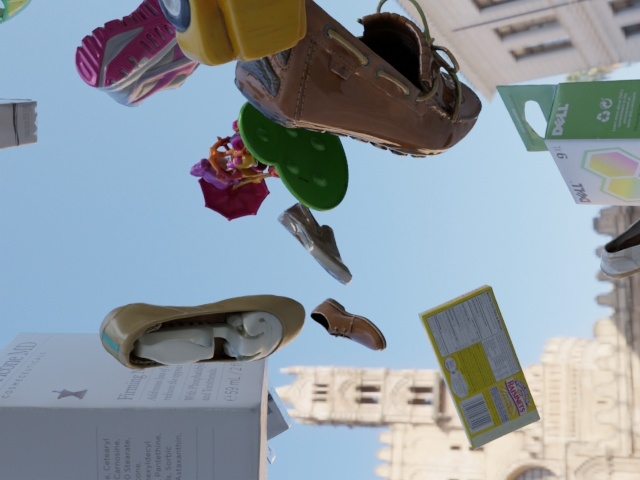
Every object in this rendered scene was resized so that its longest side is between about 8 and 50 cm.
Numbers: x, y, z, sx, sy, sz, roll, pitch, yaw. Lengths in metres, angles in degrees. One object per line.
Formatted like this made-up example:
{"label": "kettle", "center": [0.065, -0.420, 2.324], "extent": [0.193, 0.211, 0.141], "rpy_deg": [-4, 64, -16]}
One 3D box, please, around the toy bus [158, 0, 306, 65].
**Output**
{"label": "toy bus", "center": [-0.064, -0.294, 0.583], "extent": [0.108, 0.130, 0.332], "rpy_deg": [-26, -58, -30]}

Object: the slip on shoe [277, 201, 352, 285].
{"label": "slip on shoe", "center": [0.000, 0.000, 0.984], "extent": [0.041, 0.135, 0.051], "rpy_deg": [-43, -42, -2]}

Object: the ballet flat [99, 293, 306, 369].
{"label": "ballet flat", "center": [-0.108, 0.103, 0.855], "extent": [0.232, 0.073, 0.080], "rpy_deg": [-2, -68, -29]}

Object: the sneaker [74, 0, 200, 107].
{"label": "sneaker", "center": [-0.196, -0.269, 1.085], "extent": [0.103, 0.252, 0.111], "rpy_deg": [54, 175, 18]}

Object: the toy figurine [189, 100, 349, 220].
{"label": "toy figurine", "center": [-0.083, -0.079, 0.933], "extent": [0.173, 0.159, 0.130], "rpy_deg": [19, -120, -47]}

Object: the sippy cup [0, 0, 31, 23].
{"label": "sippy cup", "center": [-0.488, -0.446, 1.060], "extent": [0.240, 0.224, 0.305], "rpy_deg": [-7, -68, -72]}

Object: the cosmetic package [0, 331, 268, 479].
{"label": "cosmetic package", "center": [-0.275, 0.329, 1.173], "extent": [0.329, 0.394, 0.327], "rpy_deg": [-104, 15, -79]}

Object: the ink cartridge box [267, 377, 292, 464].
{"label": "ink cartridge box", "center": [-0.101, 0.287, 1.428], "extent": [0.180, 0.060, 0.104], "rpy_deg": [60, 179, 6]}

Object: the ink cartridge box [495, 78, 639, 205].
{"label": "ink cartridge box", "center": [0.254, -0.080, 0.692], "extent": [0.109, 0.209, 0.062], "rpy_deg": [43, -121, -49]}

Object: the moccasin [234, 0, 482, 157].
{"label": "moccasin", "center": [0.071, -0.183, 0.885], "extent": [0.380, 0.139, 0.147], "rpy_deg": [7, -57, -49]}

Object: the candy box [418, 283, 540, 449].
{"label": "candy box", "center": [0.217, 0.172, 1.125], "extent": [0.027, 0.105, 0.205], "rpy_deg": [-147, 34, -78]}

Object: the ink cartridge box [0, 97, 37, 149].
{"label": "ink cartridge box", "center": [-0.404, -0.135, 0.959], "extent": [0.135, 0.099, 0.056], "rpy_deg": [-53, -35, -76]}

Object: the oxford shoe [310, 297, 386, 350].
{"label": "oxford shoe", "center": [0.063, 0.212, 1.942], "extent": [0.076, 0.212, 0.076], "rpy_deg": [-29, -49, -38]}

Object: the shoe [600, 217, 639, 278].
{"label": "shoe", "center": [0.521, -0.013, 1.236], "extent": [0.058, 0.219, 0.076], "rpy_deg": [58, -174, -40]}
